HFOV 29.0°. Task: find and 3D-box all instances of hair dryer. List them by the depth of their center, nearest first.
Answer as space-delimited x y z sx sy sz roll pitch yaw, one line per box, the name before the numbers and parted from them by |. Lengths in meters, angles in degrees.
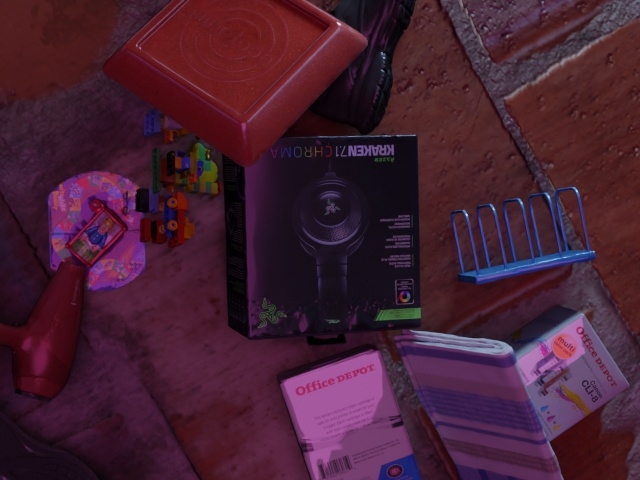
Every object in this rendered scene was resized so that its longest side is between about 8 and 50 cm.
hair dryer | -0.409 0.128 1.621 0.293 0.080 0.224 -42 128 -37

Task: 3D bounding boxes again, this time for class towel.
towel | 0.225 0.245 1.676 0.034 0.209 0.285 -40 116 -32

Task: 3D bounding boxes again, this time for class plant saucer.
plant saucer | -0.113 -0.255 1.621 0.258 0.048 0.259 34 67 18

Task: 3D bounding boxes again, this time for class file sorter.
file sorter | 0.277 -0.007 1.733 0.170 0.118 0.104 -12 91 -5

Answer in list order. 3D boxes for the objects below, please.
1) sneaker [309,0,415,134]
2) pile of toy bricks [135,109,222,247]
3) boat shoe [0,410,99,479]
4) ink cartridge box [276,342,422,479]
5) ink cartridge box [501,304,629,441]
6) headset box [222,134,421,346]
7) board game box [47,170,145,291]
sneaker | 0.054 -0.296 1.702 0.130 0.109 0.286 16 83 12
pile of toy bricks | -0.181 -0.088 1.701 0.105 0.118 0.212 8 75 -34
boat shoe | -0.410 0.332 1.698 0.320 0.103 0.118 39 58 -11
ink cartridge box | 0.039 0.263 1.738 0.148 0.086 0.203 -18 94 -5
ink cartridge box | 0.315 0.192 1.741 0.176 0.127 0.128 -34 95 -4
headset box | 0.000 0.000 1.679 0.246 0.131 0.283 -2 94 -16
board game box | -0.311 -0.012 1.714 0.133 0.033 0.169 -1 93 -6
